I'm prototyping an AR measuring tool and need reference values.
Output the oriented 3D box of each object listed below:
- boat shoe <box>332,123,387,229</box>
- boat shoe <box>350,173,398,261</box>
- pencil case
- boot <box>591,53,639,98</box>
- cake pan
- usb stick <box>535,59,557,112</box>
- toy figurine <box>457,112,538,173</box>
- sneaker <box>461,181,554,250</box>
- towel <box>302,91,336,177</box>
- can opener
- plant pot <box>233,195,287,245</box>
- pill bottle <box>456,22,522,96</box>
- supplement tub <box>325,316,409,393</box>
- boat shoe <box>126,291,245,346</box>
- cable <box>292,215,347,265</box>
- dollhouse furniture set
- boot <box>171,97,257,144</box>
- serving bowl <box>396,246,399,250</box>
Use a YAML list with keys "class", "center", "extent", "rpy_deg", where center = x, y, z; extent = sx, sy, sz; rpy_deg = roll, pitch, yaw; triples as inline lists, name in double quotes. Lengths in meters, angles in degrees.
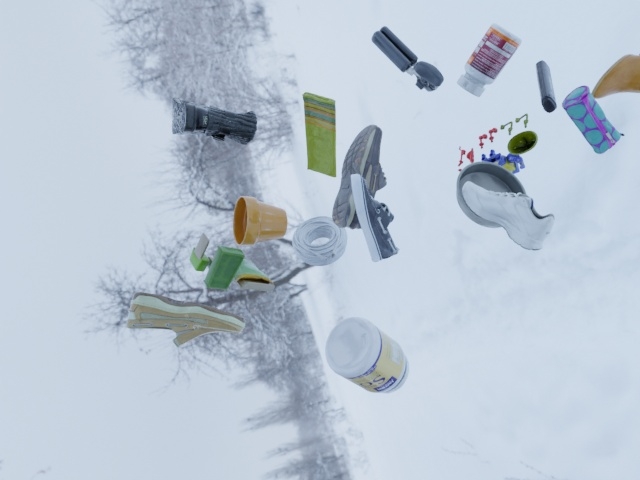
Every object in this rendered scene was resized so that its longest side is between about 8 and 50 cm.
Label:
- class: "boat shoe"
  center: [0.145, -0.205, 1.553]
  extent: [0.132, 0.130, 0.356]
  rpy_deg: [23, 96, 64]
- class: "boat shoe"
  center: [0.166, -0.070, 1.376]
  extent: [0.108, 0.102, 0.301]
  rpy_deg: [-91, -17, -61]
- class: "pencil case"
  center: [0.603, -0.268, 1.031]
  extent: [0.151, 0.064, 0.070]
  rpy_deg: [44, -169, -15]
- class: "boot"
  center: [0.964, -0.455, 1.343]
  extent: [0.211, 0.295, 0.104]
  rpy_deg: [51, 170, 26]
- class: "cake pan"
  center: [0.658, -0.173, 1.805]
  extent: [0.054, 0.293, 0.293]
  rpy_deg: [112, 142, -63]
- class: "usb stick"
  center: [0.847, -0.582, 1.743]
  extent: [0.077, 0.045, 0.278]
  rpy_deg: [45, -137, -31]
- class: "toy figurine"
  center: [0.820, -0.370, 2.056]
  extent: [0.362, 0.217, 0.191]
  rpy_deg: [-27, 50, 42]
- class: "sneaker"
  center: [0.565, -0.100, 1.400]
  extent: [0.297, 0.111, 0.129]
  rpy_deg: [38, 125, 21]
- class: "towel"
  center: [-0.001, -0.287, 1.285]
  extent: [0.102, 0.021, 0.237]
  rpy_deg: [24, 138, 27]
- class: "can opener"
  center: [0.295, -0.608, 1.529]
  extent: [0.283, 0.076, 0.095]
  rpy_deg: [46, 155, 3]
- class: "plant pot"
  center: [-0.246, -0.076, 1.936]
  extent: [0.205, 0.187, 0.205]
  rpy_deg: [-12, 77, 63]
- class: "pill bottle"
  center: [0.580, -0.623, 1.612]
  extent: [0.221, 0.121, 0.121]
  rpy_deg: [-58, 37, 31]
- class: "supplement tub"
  center: [0.197, 0.474, 1.878]
  extent: [0.331, 0.241, 0.241]
  rpy_deg: [41, -162, -42]
- class: "boat shoe"
  center: [-0.219, 0.138, 0.755]
  extent: [0.068, 0.189, 0.072]
  rpy_deg: [87, -166, -70]
- class: "cable"
  center: [0.000, 0.000, 2.138]
  extent: [0.257, 0.257, 0.089]
  rpy_deg: [16, 142, 27]
- class: "dollhouse furniture set"
  center: [-0.306, 0.077, 1.749]
  extent: [0.197, 0.301, 0.151]
  rpy_deg: [44, 113, 44]
- class: "boot"
  center: [-0.397, -0.432, 1.693]
  extent: [0.348, 0.260, 0.131]
  rpy_deg: [36, 122, 55]
- class: "serving bowl"
  center: [0.285, 0.032, 1.919]
  extent: [0.027, 0.083, 0.083]
  rpy_deg: [-65, 6, -5]
